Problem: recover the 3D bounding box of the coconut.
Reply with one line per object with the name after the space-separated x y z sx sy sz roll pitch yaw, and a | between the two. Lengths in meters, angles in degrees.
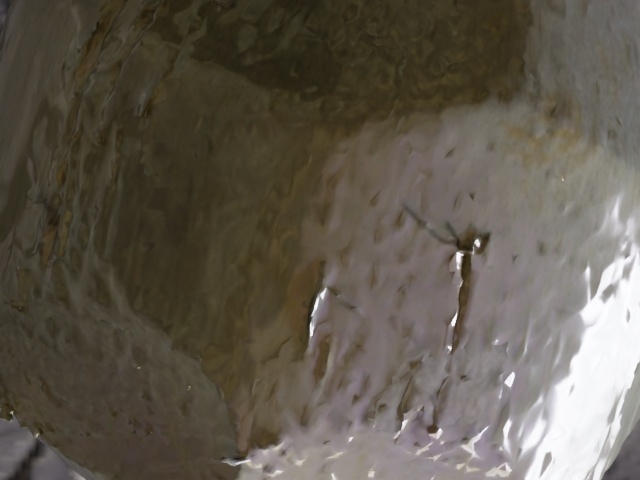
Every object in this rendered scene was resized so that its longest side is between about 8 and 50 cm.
-0.002 0.000 0.437 0.161 0.161 0.162 8 104 -48 | coconut
